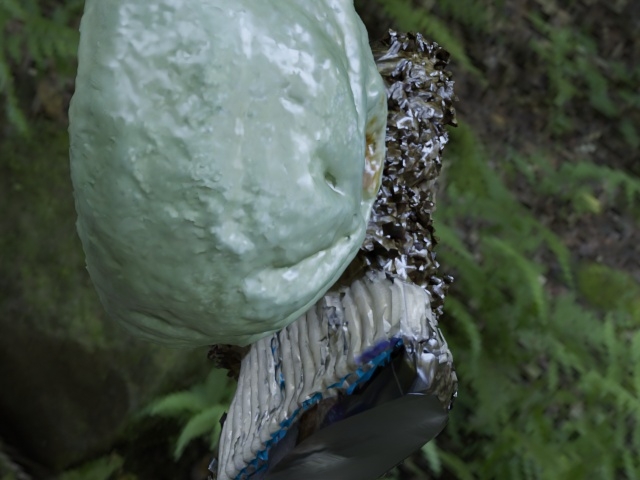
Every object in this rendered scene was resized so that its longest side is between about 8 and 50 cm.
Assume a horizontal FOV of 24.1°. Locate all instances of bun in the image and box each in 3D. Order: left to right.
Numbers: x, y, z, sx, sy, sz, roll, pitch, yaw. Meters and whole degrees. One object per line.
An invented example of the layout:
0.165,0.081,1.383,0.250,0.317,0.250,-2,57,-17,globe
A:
-0.032,-0.050,0.639,0.118,0.195,0.195,2,40,9,bun

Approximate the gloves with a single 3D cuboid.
0.008,-0.001,0.889,0.135,0.210,0.312,11,43,-9,gloves
